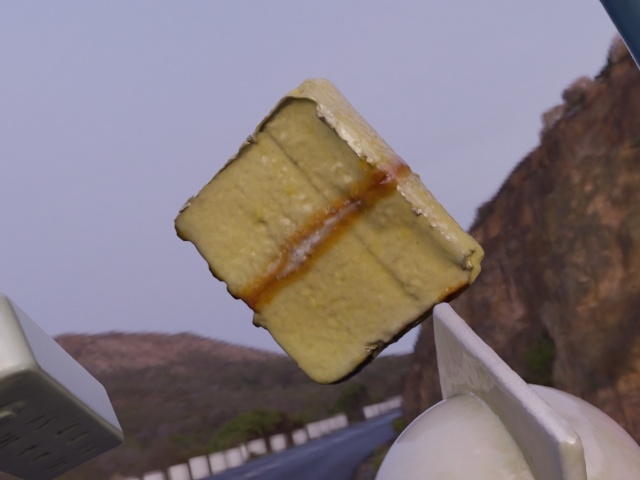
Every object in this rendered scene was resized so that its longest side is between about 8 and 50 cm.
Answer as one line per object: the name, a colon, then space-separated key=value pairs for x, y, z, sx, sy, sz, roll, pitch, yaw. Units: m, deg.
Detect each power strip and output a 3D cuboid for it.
power strip: x=-0.216 y=0.118 z=0.755 sx=0.091 sy=0.062 sz=0.385 roll=-27 pitch=-14 yaw=-9

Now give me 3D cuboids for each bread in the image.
bread: x=0.000 y=0.000 z=1.072 sx=0.236 sy=0.263 sz=0.198 roll=-43 pitch=-2 yaw=5

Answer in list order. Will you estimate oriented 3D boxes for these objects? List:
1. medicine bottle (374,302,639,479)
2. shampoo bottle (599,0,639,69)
medicine bottle: x=0.157 y=0.267 z=0.825 sx=0.235 sy=0.406 sz=0.236 roll=-8 pitch=23 yaw=4
shampoo bottle: x=0.292 y=-0.179 z=0.864 sx=0.104 sy=0.258 sz=0.061 roll=-52 pitch=29 yaw=-21
